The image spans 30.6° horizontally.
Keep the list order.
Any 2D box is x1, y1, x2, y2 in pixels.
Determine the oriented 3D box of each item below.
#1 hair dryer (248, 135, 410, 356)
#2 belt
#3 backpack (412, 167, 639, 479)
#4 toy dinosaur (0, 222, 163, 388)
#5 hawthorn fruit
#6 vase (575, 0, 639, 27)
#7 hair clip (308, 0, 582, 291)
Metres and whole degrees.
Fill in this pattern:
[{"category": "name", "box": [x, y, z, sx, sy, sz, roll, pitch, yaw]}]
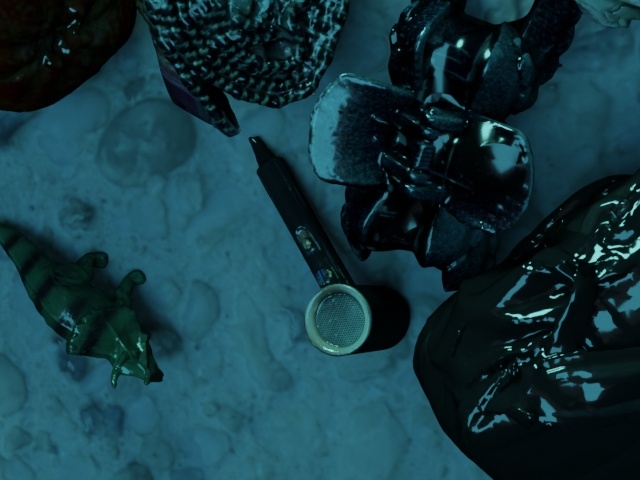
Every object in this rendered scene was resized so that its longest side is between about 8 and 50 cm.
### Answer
[{"category": "hair dryer", "box": [0.000, 0.000, 1.183, 0.070, 0.128, 0.255, -33, 73, 19]}, {"category": "belt", "box": [-0.074, -0.264, 1.061, 0.206, 0.160, 0.295, -16, 116, -8]}, {"category": "backpack", "box": [0.323, 0.073, 0.982, 0.363, 0.255, 0.446, 35, 107, -25]}, {"category": "toy dinosaur", "box": [-0.270, 0.053, 1.293, 0.292, 0.120, 0.079, 48, 129, 25]}, {"category": "hawthorn fruit", "box": [-0.320, -0.284, 1.126, 0.254, 0.254, 0.300, -45, 62, 25]}, {"category": "vase", "box": [0.310, -0.263, 0.901, 0.445, 0.250, 0.250, 26, 114, 1]}, {"category": "hair clip", "box": [0.107, -0.097, 1.038, 0.194, 0.206, 0.310, 19, 112, 12]}]
